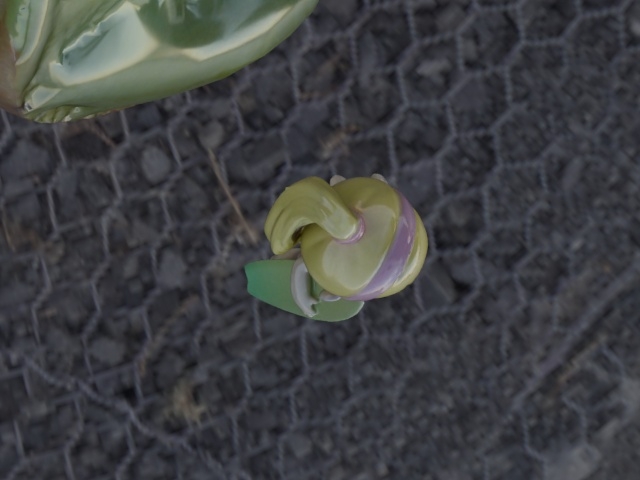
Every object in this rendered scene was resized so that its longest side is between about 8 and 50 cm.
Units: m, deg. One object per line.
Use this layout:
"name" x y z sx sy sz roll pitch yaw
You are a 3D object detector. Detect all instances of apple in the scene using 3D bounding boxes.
"apple" -0.077 -0.146 0.631 0.188 0.174 0.207 -17 132 -39

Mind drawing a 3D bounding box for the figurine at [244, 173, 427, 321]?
"figurine" 0.000 0.000 0.940 0.083 0.187 0.083 0 90 -14
